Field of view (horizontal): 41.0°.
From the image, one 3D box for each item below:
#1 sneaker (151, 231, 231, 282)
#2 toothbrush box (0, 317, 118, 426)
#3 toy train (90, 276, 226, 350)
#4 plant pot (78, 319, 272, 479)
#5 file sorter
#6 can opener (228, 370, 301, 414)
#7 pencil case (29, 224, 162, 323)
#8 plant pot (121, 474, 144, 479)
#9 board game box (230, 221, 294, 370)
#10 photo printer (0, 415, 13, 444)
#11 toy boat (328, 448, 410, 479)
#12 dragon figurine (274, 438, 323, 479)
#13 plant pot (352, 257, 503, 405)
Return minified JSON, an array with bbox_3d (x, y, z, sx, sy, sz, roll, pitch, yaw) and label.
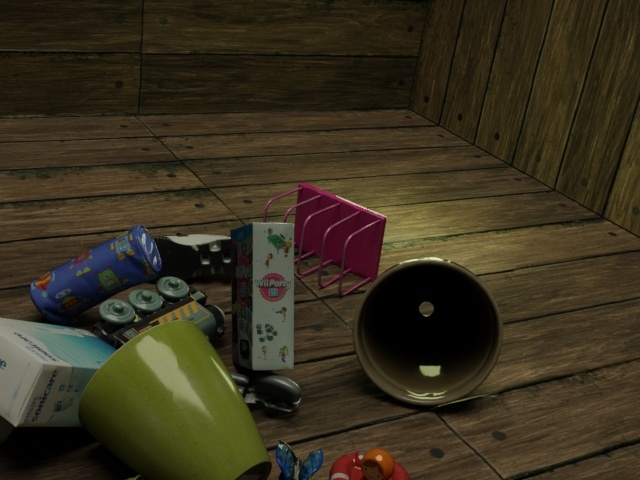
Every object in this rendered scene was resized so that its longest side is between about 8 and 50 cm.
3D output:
[{"bbox_3d":[-0.357,0.041,2.266,0.331,0.122,0.146,1,8,-15],"label":"sneaker"},{"bbox_3d":[-0.499,0.247,1.602,0.216,0.126,0.295,25,0,29],"label":"toothbrush box"},{"bbox_3d":[-0.358,0.200,1.894,0.190,0.142,0.334,34,31,21],"label":"toy train"},{"bbox_3d":[-0.231,0.340,1.524,0.293,0.274,0.275,42,38,25],"label":"plant pot"},{"bbox_3d":[0.000,0.000,2.351,0.291,0.202,0.182,24,32,30],"label":"file sorter"},{"bbox_3d":[-0.172,0.298,1.793,0.281,0.093,0.074,9,25,11],"label":"can opener"},{"bbox_3d":[-0.504,0.085,1.944,0.306,0.133,0.119,-28,19,8],"label":"pencil case"},{"bbox_3d":[-0.346,0.440,1.450,0.079,0.083,0.083,-2,24,7],"label":"plant pot"},{"bbox_3d":[-0.127,0.119,1.847,0.098,0.303,0.224,1,-4,-18],"label":"board game box"},{"bbox_3d":[-0.749,0.317,1.526,0.308,0.107,0.256,20,27,22],"label":"photo printer"},{"bbox_3d":[0.092,0.434,1.508,0.151,0.151,0.231,8,25,0],"label":"toy boat"},{"bbox_3d":[-0.043,0.412,1.519,0.085,0.144,0.289,9,25,0],"label":"dragon figurine"},{"bbox_3d":[0.245,0.180,1.969,0.323,0.323,0.280,11,10,5],"label":"plant pot"}]
